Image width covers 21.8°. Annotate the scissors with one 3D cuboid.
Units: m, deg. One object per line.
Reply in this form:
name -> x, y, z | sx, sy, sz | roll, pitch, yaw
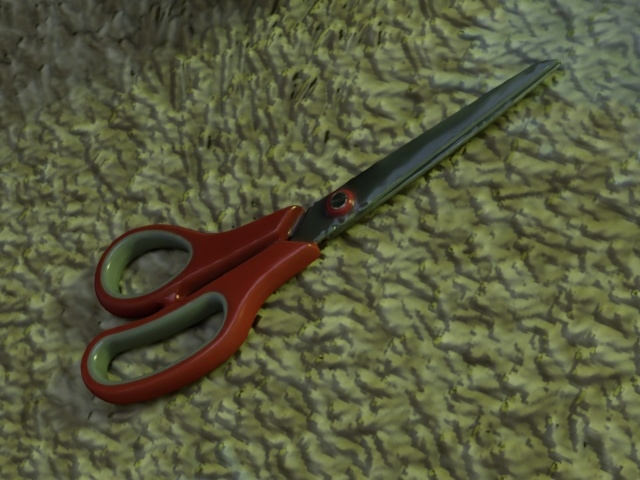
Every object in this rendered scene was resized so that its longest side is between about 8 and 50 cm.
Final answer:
scissors -> 0.000, 0.000, 0.875 | 0.297, 0.021, 0.109 | -22, 50, 16
